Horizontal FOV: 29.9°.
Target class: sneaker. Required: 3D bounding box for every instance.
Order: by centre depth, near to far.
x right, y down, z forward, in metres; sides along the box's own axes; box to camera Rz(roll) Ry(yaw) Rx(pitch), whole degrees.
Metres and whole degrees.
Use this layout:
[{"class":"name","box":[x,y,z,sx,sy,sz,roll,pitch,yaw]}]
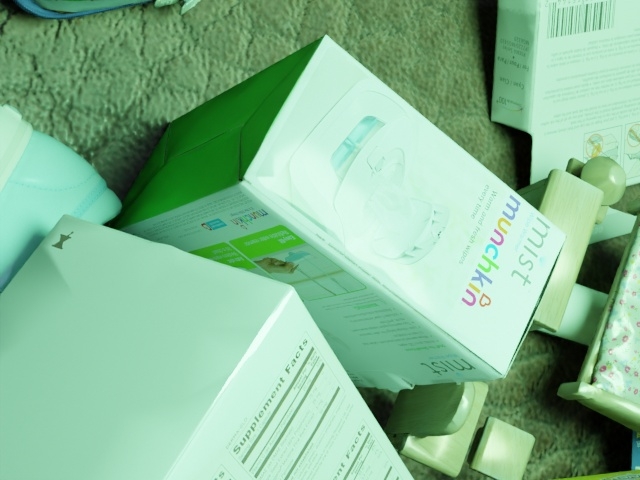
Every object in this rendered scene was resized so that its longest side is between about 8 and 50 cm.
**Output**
[{"class":"sneaker","box":[-0.240,0.088,0.801,0.150,0.135,0.366,30,70,-19]}]

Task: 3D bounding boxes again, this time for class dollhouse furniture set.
[{"class":"dollhouse furniture set","box":[0.278,0.100,0.975,0.355,0.174,0.303,26,75,-11]}]

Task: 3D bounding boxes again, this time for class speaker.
[{"class":"speaker","box":[0.231,0.066,1.114,0.136,0.055,0.055,18,75,-27]}]

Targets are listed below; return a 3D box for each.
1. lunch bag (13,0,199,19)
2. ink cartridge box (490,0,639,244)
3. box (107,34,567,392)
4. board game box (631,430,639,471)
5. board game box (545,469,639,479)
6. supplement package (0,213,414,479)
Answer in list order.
[{"class":"lunch bag","box":[-0.162,-0.321,0.918,0.243,0.115,0.304,-23,94,-32]},{"class":"ink cartridge box","box":[0.299,-0.139,1.177,0.296,0.066,0.261,-13,115,-30]},{"class":"box","box":[0.000,0.000,0.875,0.231,0.262,0.127,36,67,-19]},{"class":"board game box","box":[0.334,0.140,1.138,0.136,0.035,0.201,22,70,-57]},{"class":"board game box","box":[0.246,0.320,1.008,0.316,0.064,0.242,-5,85,-4]},{"class":"supplement package","box":[-0.094,0.155,0.776,0.198,0.199,0.263,-56,141,-23]}]
